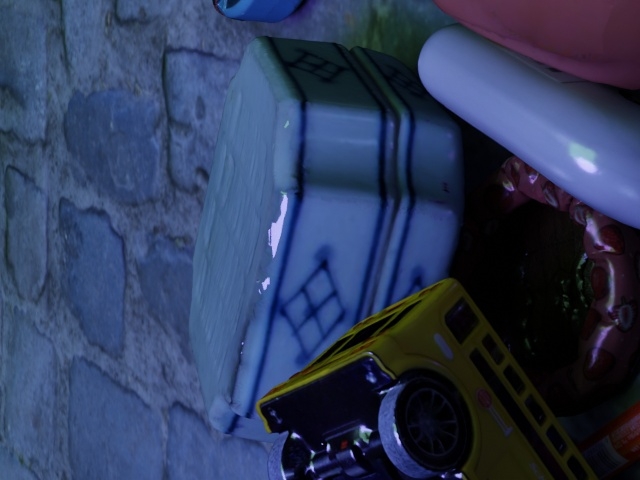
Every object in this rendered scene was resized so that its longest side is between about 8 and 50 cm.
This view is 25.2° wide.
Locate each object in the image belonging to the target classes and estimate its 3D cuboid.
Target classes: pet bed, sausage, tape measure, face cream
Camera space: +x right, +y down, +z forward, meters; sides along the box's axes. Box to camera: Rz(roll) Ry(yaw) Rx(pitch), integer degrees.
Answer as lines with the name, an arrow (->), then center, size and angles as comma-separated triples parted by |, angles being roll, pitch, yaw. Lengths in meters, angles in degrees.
pet bed -> 0.156, 0.033, 1.020 | 0.201, 0.053, 0.201 | -2, 87, 54
sausage -> 0.197, 0.143, 0.971 | 0.129, 0.034, 0.034 | -50, 50, 45
tape measure -> -0.057, -0.269, 1.329 | 0.125, 0.081, 0.146 | 44, 126, 52
face cream -> 0.183, -0.058, 0.895 | 0.291, 0.144, 0.071 | 45, 118, 50

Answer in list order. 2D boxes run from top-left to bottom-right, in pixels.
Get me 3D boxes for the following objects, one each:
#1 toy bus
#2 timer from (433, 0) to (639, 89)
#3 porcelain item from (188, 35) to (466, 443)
toy bus -> 0.115, 0.196, 0.926 | 0.145, 0.151, 0.331 | -30, 97, 46
timer -> 0.169, -0.210, 0.844 | 0.229, 0.229, 0.215 | 40, 113, 50
porcelain item -> 0.000, 0.000, 1.120 | 0.286, 0.157, 0.281 | -118, 38, -65
